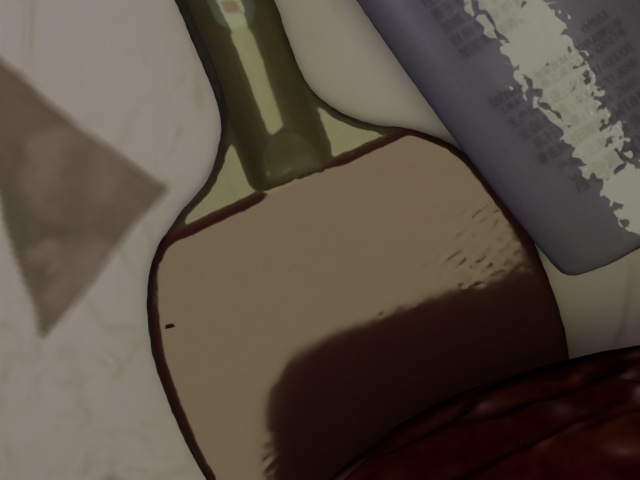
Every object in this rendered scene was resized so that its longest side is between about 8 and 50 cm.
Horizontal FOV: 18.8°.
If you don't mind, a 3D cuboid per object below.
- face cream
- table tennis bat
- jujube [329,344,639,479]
[{"bbox_3d":[0.056,-0.087,0.635,0.084,0.057,0.198,-32,96,2],"label":"face cream"},{"bbox_3d":[0.000,0.000,0.664,0.138,0.022,0.246,-21,100,-1],"label":"table tennis bat"},{"bbox_3d":[0.111,0.121,0.611,0.243,0.183,0.183,-7,98,-3],"label":"jujube"}]
